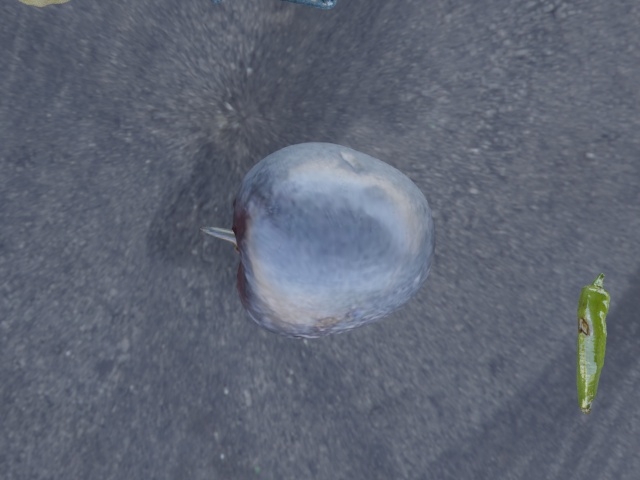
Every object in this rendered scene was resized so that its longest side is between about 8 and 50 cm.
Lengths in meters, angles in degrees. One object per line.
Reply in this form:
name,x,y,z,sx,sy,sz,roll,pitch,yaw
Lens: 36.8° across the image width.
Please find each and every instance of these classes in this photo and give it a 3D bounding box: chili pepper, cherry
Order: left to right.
cherry,0.000,0.000,1.193,0.296,0.218,0.255,-3,127,-8
chili pepper,0.351,0.146,1.255,0.043,0.049,0.208,-4,110,-12

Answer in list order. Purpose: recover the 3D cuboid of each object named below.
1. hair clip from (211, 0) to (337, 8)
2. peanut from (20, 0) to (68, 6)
hair clip,-0.050,-0.208,0.745,0.083,0.275,0.048,18,106,15
peanut,-0.252,-0.394,1.085,0.147,0.147,0.305,35,91,-8
